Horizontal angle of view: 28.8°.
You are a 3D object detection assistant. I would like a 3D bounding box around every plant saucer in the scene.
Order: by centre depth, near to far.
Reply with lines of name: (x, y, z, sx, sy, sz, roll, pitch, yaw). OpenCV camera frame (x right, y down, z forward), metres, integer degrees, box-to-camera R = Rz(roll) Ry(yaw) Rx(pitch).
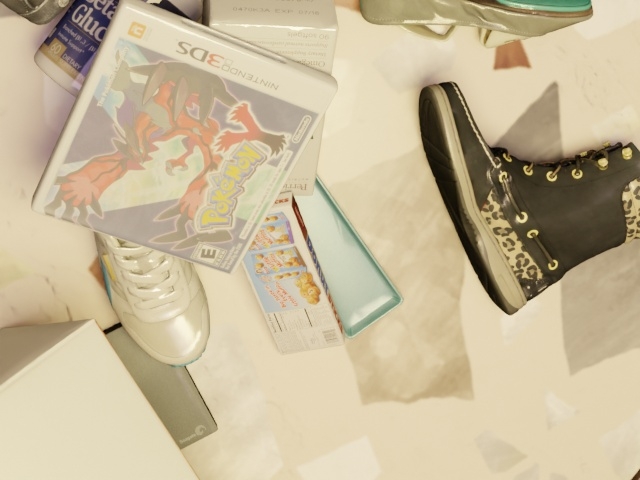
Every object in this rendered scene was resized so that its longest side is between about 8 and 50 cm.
plant saucer: (0.000, 0.000, 1.176, 0.067, 0.018, 0.192, -35, 103, 0)

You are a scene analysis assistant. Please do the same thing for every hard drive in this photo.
hard drive: (-0.169, 0.143, 1.179, 0.094, 0.022, 0.135, -27, 104, -2)

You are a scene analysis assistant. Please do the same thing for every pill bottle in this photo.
pill bottle: (-0.161, -0.194, 1.073, 0.094, 0.094, 0.169, 37, 93, -13)

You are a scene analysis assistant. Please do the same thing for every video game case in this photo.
video game case: (-0.111, -0.076, 1.001, 0.183, 0.023, 0.201, 19, 121, -21)

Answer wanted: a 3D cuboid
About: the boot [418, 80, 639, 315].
boot: (0.203, -0.066, 1.158, 0.179, 0.085, 0.236, -25, 110, -4)

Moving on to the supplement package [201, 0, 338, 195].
supplement package: (-0.050, -0.137, 1.058, 0.105, 0.105, 0.179, 0, 134, -9)

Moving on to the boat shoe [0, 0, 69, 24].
boat shoe: (-0.184, -0.320, 1.046, 0.102, 0.108, 0.301, 37, 77, -48)

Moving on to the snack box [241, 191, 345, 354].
snack box: (-0.031, 0.034, 1.131, 0.064, 0.022, 0.178, -10, 130, 12)

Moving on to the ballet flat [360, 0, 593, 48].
ballet flat: (0.139, -0.210, 1.136, 0.213, 0.072, 0.068, 8, 128, -9)

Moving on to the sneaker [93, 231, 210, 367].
sneaker: (-0.162, 0.009, 1.107, 0.087, 0.092, 0.228, -21, 97, -3)

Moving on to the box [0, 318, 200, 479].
box: (-0.209, 0.257, 1.075, 0.168, 0.215, 0.345, -39, 107, -31)

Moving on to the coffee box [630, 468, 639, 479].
coffee box: (0.401, 0.238, 1.219, 0.098, 0.141, 0.246, 36, 96, -14)
